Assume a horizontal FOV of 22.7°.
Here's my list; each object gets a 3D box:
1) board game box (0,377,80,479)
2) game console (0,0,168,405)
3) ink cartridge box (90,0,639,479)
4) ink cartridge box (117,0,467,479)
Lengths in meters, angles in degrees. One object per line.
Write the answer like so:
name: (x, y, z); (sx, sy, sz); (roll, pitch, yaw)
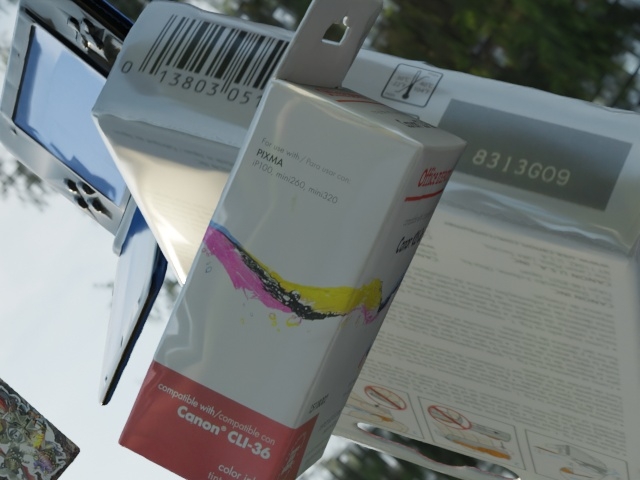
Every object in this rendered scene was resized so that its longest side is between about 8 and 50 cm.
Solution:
board game box: (-0.322, 0.223, 0.998); (0.232, 0.141, 0.291); (-46, 4, 34)
game console: (-0.205, -0.040, 1.331); (0.173, 0.250, 0.293); (-50, -4, -31)
ink cartridge box: (0.064, 0.033, 0.962); (0.091, 0.308, 0.385); (-65, -24, -23)
ink cartridge box: (0.000, 0.000, 0.652); (0.198, 0.067, 0.115); (-67, -10, 10)
